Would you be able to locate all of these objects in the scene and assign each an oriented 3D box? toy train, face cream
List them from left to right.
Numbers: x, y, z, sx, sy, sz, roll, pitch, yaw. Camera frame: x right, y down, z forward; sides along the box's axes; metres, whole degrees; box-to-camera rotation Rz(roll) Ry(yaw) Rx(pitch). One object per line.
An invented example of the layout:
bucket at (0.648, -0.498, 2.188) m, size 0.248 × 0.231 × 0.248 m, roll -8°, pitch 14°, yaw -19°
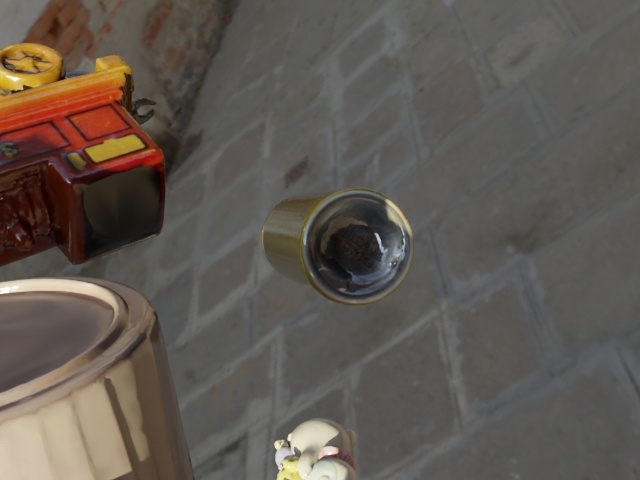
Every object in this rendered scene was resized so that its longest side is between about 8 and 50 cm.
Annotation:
toy train at (-0.311, -0.071, 0.904) m, size 0.369 × 0.163 × 0.231 m, roll -23°, pitch 50°, yaw -32°
face cream at (0.000, 0.000, 0.936) m, size 0.105 × 0.105 × 0.349 m, roll -51°, pitch 10°, yaw -5°

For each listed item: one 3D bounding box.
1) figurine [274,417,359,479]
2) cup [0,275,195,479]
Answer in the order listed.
figurine at (0.001, 0.422, 1.568) m, size 0.235 × 0.155 × 0.127 m, roll -106°, pitch 18°, yaw -65°
cup at (-0.168, 0.186, 0.446) m, size 0.208 × 0.273 × 0.288 m, roll -3°, pitch 18°, yaw 13°
